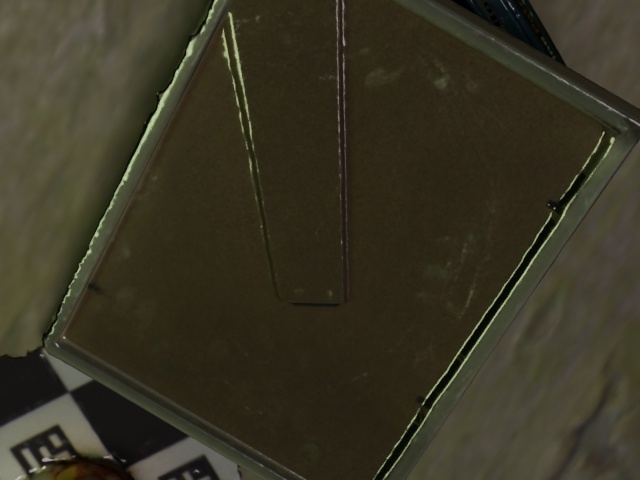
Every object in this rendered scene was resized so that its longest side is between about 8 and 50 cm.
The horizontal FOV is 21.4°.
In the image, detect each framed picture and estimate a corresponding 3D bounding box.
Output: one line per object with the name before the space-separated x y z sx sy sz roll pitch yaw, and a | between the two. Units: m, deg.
framed picture | 0.000 0.000 0.858 0.213 0.016 0.289 30 119 1

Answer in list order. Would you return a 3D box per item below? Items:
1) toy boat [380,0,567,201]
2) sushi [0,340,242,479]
toy boat | 0.050 -0.110 0.844 0.093 0.103 0.246 -23 117 27
sushi | -0.196 0.228 0.975 0.339 0.069 0.320 -13 119 -6
